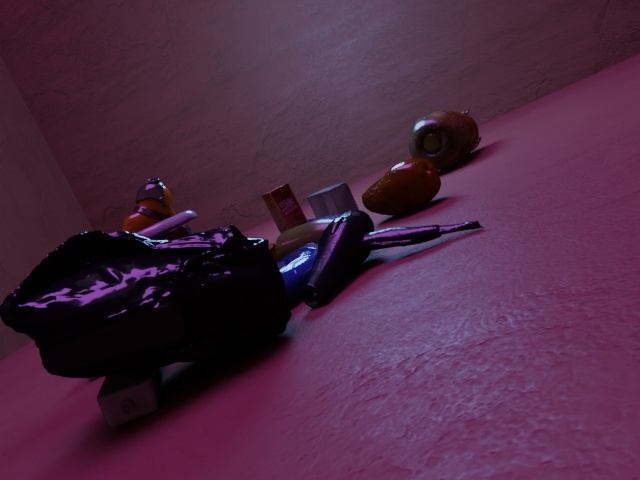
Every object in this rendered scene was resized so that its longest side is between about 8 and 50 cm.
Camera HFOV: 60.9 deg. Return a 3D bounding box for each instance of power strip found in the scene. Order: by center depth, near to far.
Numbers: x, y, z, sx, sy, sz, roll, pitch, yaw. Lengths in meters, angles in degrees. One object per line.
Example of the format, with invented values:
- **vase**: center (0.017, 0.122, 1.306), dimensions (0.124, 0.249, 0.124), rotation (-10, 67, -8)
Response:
- **power strip**: center (-0.344, 0.253, 1.018), dimensions (0.091, 0.063, 0.385), rotation (-17, 7, -13)

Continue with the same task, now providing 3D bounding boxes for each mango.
- **mango**: center (0.226, -0.147, 1.555), dimensions (0.248, 0.156, 0.151), rotation (-16, 48, 40)

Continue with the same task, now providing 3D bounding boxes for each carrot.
- **carrot**: center (0.473, -0.390, 2.085), dimensions (0.224, 0.224, 0.340), rotation (-20, 6, 31)

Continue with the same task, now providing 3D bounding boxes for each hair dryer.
- **hair dryer**: center (0.140, 0.010, 1.086), dimensions (0.359, 0.120, 0.304), rotation (-11, 23, 27)

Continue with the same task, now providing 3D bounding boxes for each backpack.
- **backpack**: center (-0.300, 0.099, 0.946), dimensions (0.445, 0.255, 0.363), rotation (-12, 1, -31)

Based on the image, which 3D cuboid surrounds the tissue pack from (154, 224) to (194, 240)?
- **tissue pack**: center (-0.360, 0.099, 1.402), dimensions (0.159, 0.246, 0.136), rotation (-27, 8, -6)

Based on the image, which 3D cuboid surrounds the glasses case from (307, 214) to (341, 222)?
- **glasses case**: center (-0.010, -0.036, 1.758), dimensions (0.125, 0.076, 0.327), rotation (-15, 3, -27)

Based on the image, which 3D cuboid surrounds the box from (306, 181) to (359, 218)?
- **box**: center (0.047, -0.134, 2.048), dimensions (0.086, 0.130, 0.225), rotation (-28, 9, -20)

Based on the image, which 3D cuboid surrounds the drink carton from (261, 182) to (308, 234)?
- **drink carton**: center (-0.088, -0.056, 1.637), dimensions (0.071, 0.223, 0.096), rotation (-30, 8, -20)

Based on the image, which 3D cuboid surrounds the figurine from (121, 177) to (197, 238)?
- **figurine**: center (-0.455, -0.066, 1.376), dimensions (0.249, 0.141, 0.166), rotation (-28, 8, -23)

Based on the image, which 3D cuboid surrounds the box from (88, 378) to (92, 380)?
- **box**: center (-0.503, 0.263, 1.442), dimensions (0.175, 0.062, 0.260), rotation (-25, 7, 1)

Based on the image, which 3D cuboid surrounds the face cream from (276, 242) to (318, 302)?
- **face cream**: center (-0.060, 0.076, 1.225), dimensions (0.149, 0.083, 0.264), rotation (-19, 10, 33)

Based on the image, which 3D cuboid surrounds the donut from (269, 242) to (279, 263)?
- **donut**: center (-0.204, 0.085, 1.638), dimensions (0.190, 0.075, 0.174), rotation (-37, 15, -37)

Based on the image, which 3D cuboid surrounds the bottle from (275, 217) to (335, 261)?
- **bottle**: center (0.000, 0.000, 1.417), dimensions (0.260, 0.112, 0.112), rotation (-18, 11, 43)
